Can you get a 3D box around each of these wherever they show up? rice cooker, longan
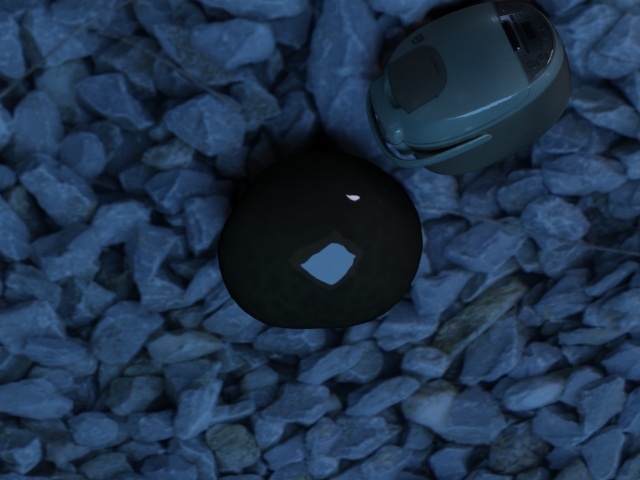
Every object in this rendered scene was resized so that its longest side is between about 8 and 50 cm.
[{"bbox_3d":[0.150,-0.147,1.795,0.206,0.145,0.127,-30,142,14],"label":"rice cooker"},{"bbox_3d":[0.000,0.000,1.855,0.212,0.198,0.198,-2,131,-6],"label":"longan"}]
